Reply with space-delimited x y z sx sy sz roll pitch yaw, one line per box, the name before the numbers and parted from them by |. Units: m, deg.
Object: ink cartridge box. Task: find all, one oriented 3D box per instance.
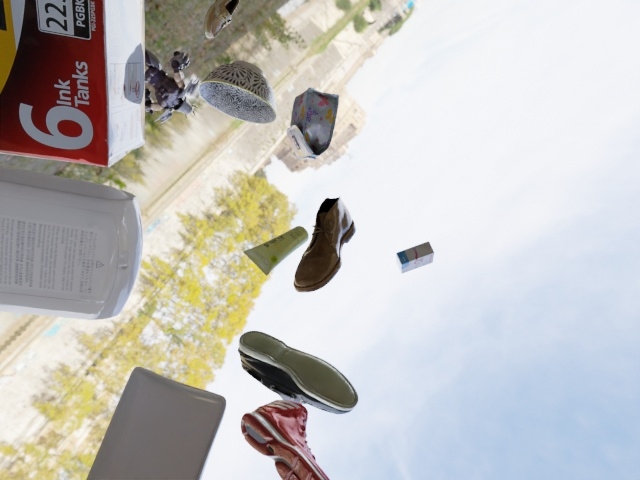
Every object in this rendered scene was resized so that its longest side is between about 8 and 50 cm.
ink cartridge box | 0.331 0.060 1.424 0.123 0.088 0.052 -21 -119 0
ink cartridge box | -0.317 -0.247 0.370 0.130 0.272 0.309 -104 -159 -65

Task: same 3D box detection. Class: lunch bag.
lunch bag | -0.014 -0.148 0.532 0.071 0.053 0.083 -149 -114 -69

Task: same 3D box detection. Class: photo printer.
photo printer | -0.480 0.009 0.717 0.107 0.308 0.255 -125 -133 -66

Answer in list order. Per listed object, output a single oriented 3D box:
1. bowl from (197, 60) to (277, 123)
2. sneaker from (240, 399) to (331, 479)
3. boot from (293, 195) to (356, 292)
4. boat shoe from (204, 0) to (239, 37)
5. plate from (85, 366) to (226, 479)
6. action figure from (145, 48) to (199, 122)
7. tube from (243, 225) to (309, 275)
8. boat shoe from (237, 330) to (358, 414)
bowl | -0.162 -0.318 0.850 0.170 0.170 0.080 -1 -107 65
sneaker | -0.034 0.378 0.768 0.128 0.221 0.087 -15 135 -52
boot | 0.000 0.000 0.977 0.113 0.115 0.305 -3 -145 24
boat shoe | -0.238 -0.549 0.987 0.050 0.045 0.135 57 55 -77
plate | -0.305 0.400 0.752 0.278 0.045 0.277 3 -114 32
action figure | -0.415 -0.416 1.000 0.185 0.285 0.099 -39 -157 16
tube | -0.117 0.022 1.181 0.070 0.062 0.240 8 -156 29
boat shoe | -0.070 0.353 1.026 0.127 0.340 0.113 -34 142 -63
